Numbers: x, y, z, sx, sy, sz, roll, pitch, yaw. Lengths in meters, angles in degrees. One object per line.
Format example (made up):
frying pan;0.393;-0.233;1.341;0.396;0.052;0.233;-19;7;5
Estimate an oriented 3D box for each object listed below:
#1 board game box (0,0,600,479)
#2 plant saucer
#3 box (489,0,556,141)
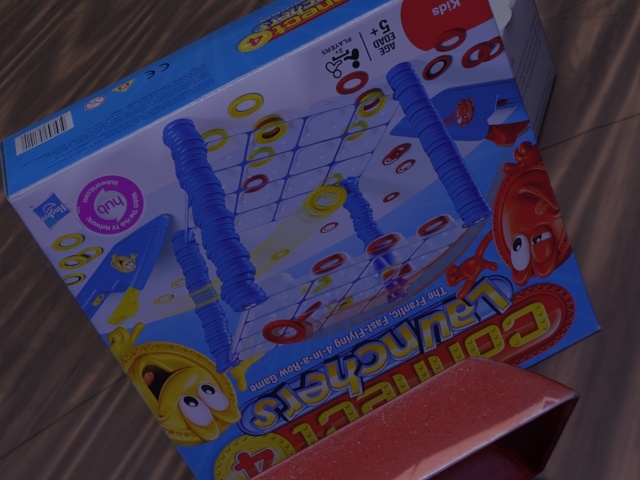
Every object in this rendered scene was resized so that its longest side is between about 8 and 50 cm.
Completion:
board game box;0.000;0.000;0.778;0.308;0.302;0.086;-28;33;-1
plant saucer;0.005;0.150;0.626;0.258;0.259;0.048;-29;71;-3
box;0.104;-0.140;1.072;0.182;0.119;0.181;-7;37;28
